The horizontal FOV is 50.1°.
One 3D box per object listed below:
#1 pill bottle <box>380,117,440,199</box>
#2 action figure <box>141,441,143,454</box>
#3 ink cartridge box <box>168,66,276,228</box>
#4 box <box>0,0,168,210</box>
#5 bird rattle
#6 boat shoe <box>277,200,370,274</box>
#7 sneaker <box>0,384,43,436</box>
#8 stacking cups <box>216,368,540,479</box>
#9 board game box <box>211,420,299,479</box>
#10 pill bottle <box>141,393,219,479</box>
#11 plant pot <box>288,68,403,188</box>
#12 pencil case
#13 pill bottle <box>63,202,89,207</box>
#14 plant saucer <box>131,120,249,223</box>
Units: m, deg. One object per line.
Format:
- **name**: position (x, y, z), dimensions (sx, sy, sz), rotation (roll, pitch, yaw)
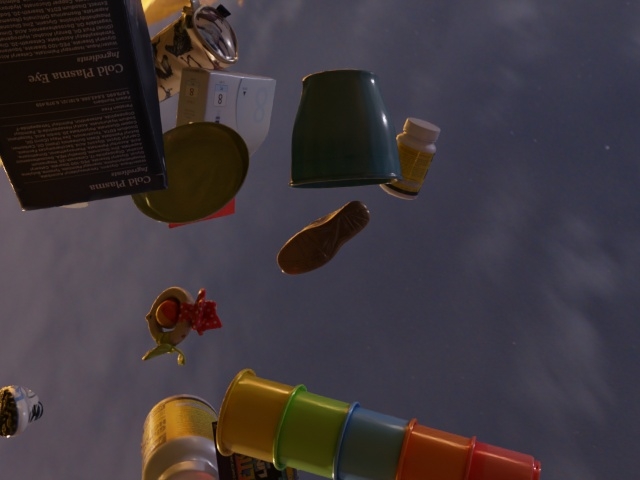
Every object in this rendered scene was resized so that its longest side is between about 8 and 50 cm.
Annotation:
- **pill bottle**: position (0.254, -0.231, 1.931), dimensions (0.119, 0.119, 0.209), rotation (47, -55, 48)
- **action figure**: position (-0.392, 0.564, 1.712), dimensions (0.139, 0.091, 0.281), rotation (108, -34, -48)
- **ink cartridge box**: position (-0.244, -0.228, 1.719), dimensions (0.091, 0.308, 0.385), rotation (14, -75, 23)
- **box**: position (-0.306, -0.269, 0.821), dimensions (0.178, 0.313, 0.343), rotation (-10, -135, -8)
- **bird rattle**: position (-0.397, 0.215, 1.864), dimensions (0.207, 0.143, 0.254), rotation (48, -67, 36)
- **boat shoe**: position (0.000, 0.000, 1.698), dimensions (0.277, 0.098, 0.096), rotation (-33, -172, -24)
- **sneaker**: position (-0.561, 0.317, 1.283), dimensions (0.237, 0.086, 0.085), rotation (-7, -107, 64)
- **stacking cups**: position (0.057, 0.211, 0.698), dimensions (0.316, 0.096, 0.096), rotation (10, -106, 14)
- **board game box**: position (-0.118, 0.406, 1.262), dimensions (0.140, 0.048, 0.170), rotation (-14, -112, 4)
- **pill bottle**: position (-0.300, 0.489, 1.519), dimensions (0.188, 0.187, 0.334), rotation (-60, -162, 2)
- **plant pot**: position (0.051, -0.259, 1.611), dimensions (0.271, 0.271, 0.256), rotation (-3, -88, 45)
- **pencil case**: position (-0.406, -0.480, 1.815), dimensions (0.410, 0.184, 0.160), rotation (-17, -163, 35)
- **pill bottle**: position (-0.623, -0.231, 1.699), dimensions (0.162, 0.162, 0.279), rotation (-9, -108, 43)
- **plant saucer**: position (-0.248, -0.126, 1.323), dimensions (0.240, 0.037, 0.241), rotation (-6, -122, 10)
